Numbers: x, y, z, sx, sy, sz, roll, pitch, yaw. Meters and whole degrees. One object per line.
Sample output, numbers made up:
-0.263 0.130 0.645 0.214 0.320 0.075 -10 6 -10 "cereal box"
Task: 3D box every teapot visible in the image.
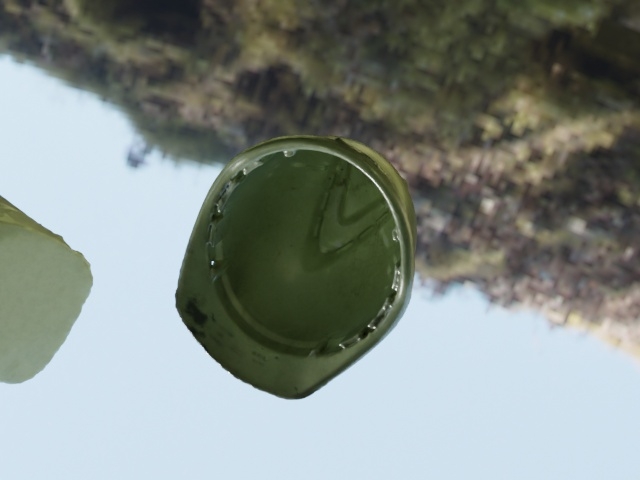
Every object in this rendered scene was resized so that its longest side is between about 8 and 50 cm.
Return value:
-0.186 -0.019 0.880 0.077 0.107 0.200 26 -177 -41 "teapot"

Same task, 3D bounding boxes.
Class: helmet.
-0.001 0.002 1.619 0.204 0.257 0.137 40 -149 5 "helmet"
